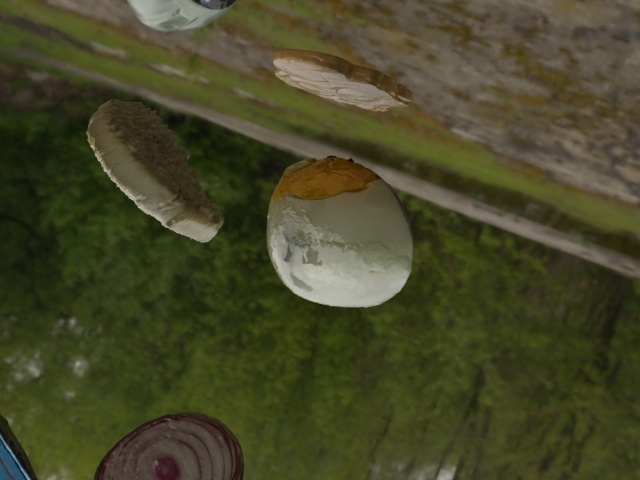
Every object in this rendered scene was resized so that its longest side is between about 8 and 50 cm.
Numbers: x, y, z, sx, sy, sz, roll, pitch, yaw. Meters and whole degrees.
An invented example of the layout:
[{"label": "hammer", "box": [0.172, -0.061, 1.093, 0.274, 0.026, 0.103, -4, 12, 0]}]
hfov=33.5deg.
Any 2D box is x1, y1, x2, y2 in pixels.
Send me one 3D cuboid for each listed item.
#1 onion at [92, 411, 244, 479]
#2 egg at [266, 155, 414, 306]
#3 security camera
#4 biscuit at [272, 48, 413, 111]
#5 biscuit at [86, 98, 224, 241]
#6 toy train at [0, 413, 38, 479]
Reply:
[{"label": "onion", "box": [-0.322, 0.537, 2.321, 0.282, 0.336, 0.260, 52, 166, 17]}, {"label": "egg", "box": [0.000, 0.000, 2.096, 0.337, 0.337, 0.201, 19, -152, 41]}, {"label": "security camera", "box": [-0.186, -0.425, 1.503, 0.191, 0.277, 0.197, -8, 153, 43]}, {"label": "biscuit", "box": [0.040, -0.328, 2.247, 0.269, 0.051, 0.376, 12, 178, 33]}, {"label": "biscuit", "box": [-0.265, -0.117, 1.565, 0.179, 0.084, 0.281, 27, -157, -49]}, {"label": "toy train", "box": [-0.514, 0.317, 1.369, 0.188, 0.265, 0.300, 27, 146, 49]}]
